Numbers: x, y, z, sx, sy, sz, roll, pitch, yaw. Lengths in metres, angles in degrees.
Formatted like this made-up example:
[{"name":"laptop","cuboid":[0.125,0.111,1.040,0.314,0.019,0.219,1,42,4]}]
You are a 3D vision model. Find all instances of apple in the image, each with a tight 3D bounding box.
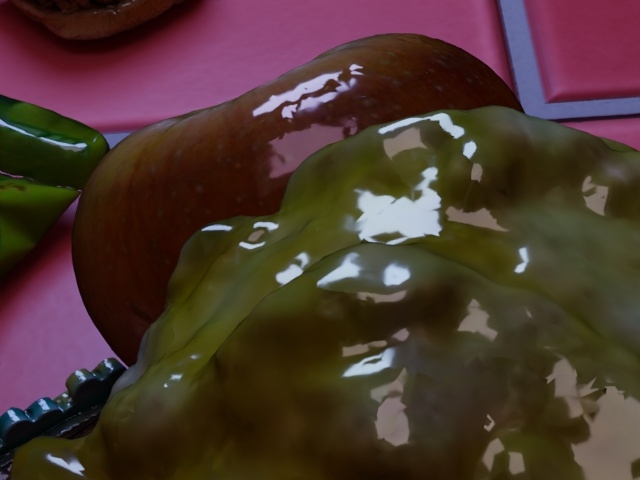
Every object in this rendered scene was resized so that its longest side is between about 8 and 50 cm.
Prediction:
[{"name":"apple","cuboid":[0.000,0.000,0.780,0.234,0.173,0.210,-20,8,7]}]

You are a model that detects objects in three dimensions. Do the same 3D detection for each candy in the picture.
[{"name":"candy","cuboid":[-0.237,0.006,0.881,0.149,0.069,0.246,18,43,15]}]

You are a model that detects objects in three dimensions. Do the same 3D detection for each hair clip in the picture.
[{"name":"hair clip","cuboid":[-0.152,0.104,0.786,0.173,0.049,0.049,-35,51,-26]}]

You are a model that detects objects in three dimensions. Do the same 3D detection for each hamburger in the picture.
[{"name":"hamburger","cuboid":[-0.156,-0.204,1.084,0.147,0.083,0.138,-29,44,-28]}]

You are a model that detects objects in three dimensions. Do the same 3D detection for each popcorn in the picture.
[{"name":"popcorn","cuboid":[0.084,0.112,0.583,0.334,0.294,0.292,-30,28,-20]}]
